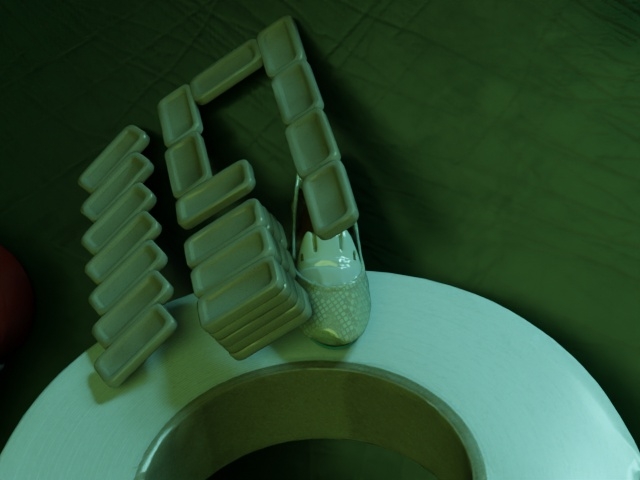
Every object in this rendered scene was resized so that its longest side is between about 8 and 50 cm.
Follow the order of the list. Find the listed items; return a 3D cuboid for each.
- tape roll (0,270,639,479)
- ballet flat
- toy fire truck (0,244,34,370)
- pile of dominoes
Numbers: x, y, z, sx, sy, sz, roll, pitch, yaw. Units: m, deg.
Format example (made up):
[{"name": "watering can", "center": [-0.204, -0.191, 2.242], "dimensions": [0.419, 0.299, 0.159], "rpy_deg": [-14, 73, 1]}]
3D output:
[{"name": "tape roll", "center": [-0.003, 0.169, 0.992], "dimensions": [0.392, 0.392, 0.072], "rpy_deg": [8, 133, 16]}, {"name": "ballet flat", "center": [0.000, 0.000, 1.092], "dimensions": [0.057, 0.168, 0.052], "rpy_deg": [-5, 128, -4]}, {"name": "toy fire truck", "center": [-0.259, 0.111, 1.174], "dimensions": [0.246, 0.158, 0.217], "rpy_deg": [26, 95, 4]}, {"name": "pile of dominoes", "center": [-0.069, -0.022, 1.112], "dimensions": [0.196, 0.040, 0.251], "rpy_deg": [-32, 38, 13]}]
